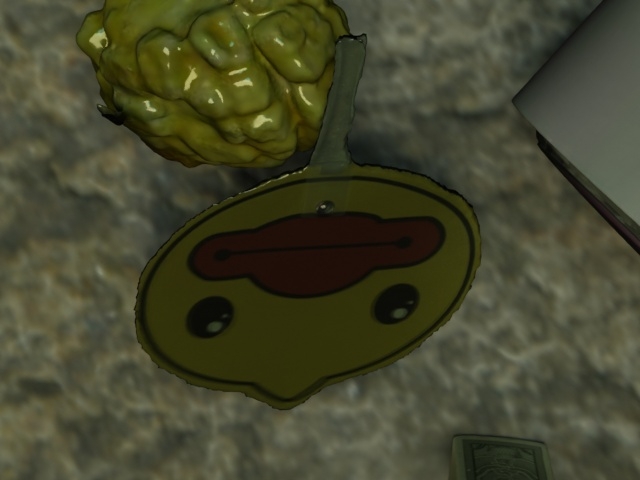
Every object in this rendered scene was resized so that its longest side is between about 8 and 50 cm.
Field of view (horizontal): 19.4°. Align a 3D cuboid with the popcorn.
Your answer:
[{"bbox_3d":[-0.063,-0.112,1.146,0.173,0.173,0.142,20,94,-6],"label":"popcorn"}]

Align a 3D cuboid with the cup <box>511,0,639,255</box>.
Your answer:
[{"bbox_3d":[0.310,-0.120,1.096,0.253,0.253,0.371,39,100,-10],"label":"cup"}]

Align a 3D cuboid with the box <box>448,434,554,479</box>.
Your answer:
[{"bbox_3d":[0.109,0.279,1.250,0.069,0.164,0.257,6,106,0],"label":"box"}]

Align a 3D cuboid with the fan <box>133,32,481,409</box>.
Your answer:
[{"bbox_3d":[0.000,-0.001,1.170,0.229,0.011,0.335,-5,138,-15],"label":"fan"}]
